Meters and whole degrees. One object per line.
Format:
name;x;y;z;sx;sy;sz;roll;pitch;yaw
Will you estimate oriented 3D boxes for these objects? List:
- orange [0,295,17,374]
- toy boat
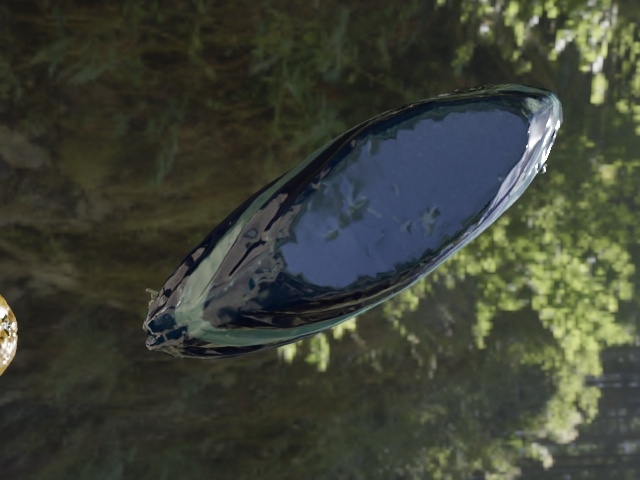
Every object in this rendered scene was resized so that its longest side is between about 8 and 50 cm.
orange;-0.182;0.048;0.496;0.085;0.085;0.085;180;-90;-80
toy boat;0.000;0.000;0.539;0.067;0.220;0.291;60;-18;0
